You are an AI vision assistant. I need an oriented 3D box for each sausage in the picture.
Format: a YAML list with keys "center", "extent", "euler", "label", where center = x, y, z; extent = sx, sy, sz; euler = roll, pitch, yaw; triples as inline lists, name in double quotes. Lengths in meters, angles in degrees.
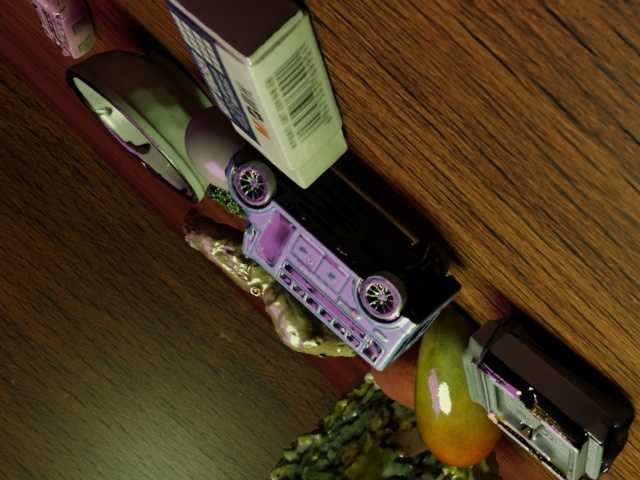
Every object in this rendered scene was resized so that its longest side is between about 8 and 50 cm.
- center: [0.154, 0.214, 1.810]
  extent: [0.113, 0.113, 0.259]
  euler: [46, 169, -12]
  label: "sausage"

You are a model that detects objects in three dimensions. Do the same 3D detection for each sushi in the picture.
- center: [0.116, 0.417, 1.980]
  extent: [0.240, 0.396, 0.351]
  euler: [50, 178, -39]
  label: "sushi"

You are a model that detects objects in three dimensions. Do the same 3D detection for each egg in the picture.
- center: [-0.124, -0.123, 1.522]
  extent: [0.135, 0.103, 0.103]
  euler: [44, 171, 24]
  label: "egg"

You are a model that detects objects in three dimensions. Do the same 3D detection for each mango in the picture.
- center: [0.189, 0.216, 1.552]
  extent: [0.129, 0.146, 0.289]
  euler: [21, 157, 29]
  label: "mango"

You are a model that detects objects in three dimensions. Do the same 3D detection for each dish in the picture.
- center: [-0.242, -0.189, 1.680]
  extent: [0.303, 0.120, 0.303]
  euler: [43, 170, 9]
  label: "dish"

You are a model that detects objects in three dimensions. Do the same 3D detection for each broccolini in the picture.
- center: [-0.121, -0.036, 2.103]
  extent: [0.239, 0.051, 0.054]
  euler: [42, 167, -31]
  label: "broccolini"

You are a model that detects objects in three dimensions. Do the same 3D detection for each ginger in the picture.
- center: [-0.059, 0.066, 1.422]
  extent: [0.290, 0.084, 0.122]
  euler: [42, 170, -22]
  label: "ginger"

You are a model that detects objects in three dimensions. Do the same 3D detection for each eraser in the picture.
- center: [-0.057, -0.164, 1.138]
  extent: [0.124, 0.081, 0.279]
  euler: [40, 170, 22]
  label: "eraser"

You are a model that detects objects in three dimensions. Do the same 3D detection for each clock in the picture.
- center: [0.264, 0.192, 1.328]
  extent: [0.186, 0.083, 0.253]
  euler: [41, 169, 23]
  label: "clock"

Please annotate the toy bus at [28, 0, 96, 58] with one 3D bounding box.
- center: [-0.420, -0.364, 1.850]
  extent: [0.090, 0.063, 0.203]
  euler: [43, 169, 2]
  label: "toy bus"

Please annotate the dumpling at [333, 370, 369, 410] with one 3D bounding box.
- center: [0.133, 0.388, 2.243]
  extent: [0.243, 0.318, 0.187]
  euler: [51, 137, -8]
  label: "dumpling"

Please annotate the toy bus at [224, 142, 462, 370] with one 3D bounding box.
- center: [0.010, 0.007, 1.312]
  extent: [0.292, 0.125, 0.133]
  euler: [42, 128, 13]
  label: "toy bus"
